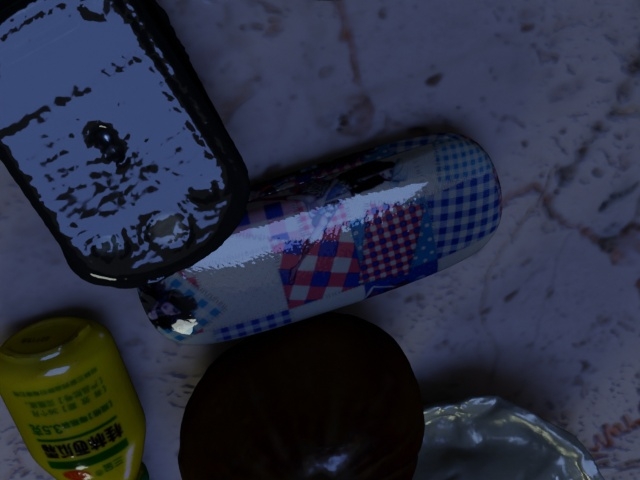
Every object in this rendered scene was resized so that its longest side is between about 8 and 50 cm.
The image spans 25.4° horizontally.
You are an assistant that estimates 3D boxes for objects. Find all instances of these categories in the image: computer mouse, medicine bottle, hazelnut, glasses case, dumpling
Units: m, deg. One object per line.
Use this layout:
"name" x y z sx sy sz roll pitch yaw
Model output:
"computer mouse" -0.172 -0.095 1.114 0.170 0.100 0.269 -29 119 -1
"medicine bottle" -0.203 0.202 1.308 0.111 0.076 0.309 -15 125 3
"hazelnut" -0.010 0.173 1.260 0.230 0.229 0.229 -7 123 -11
"glasses case" 0.000 0.000 1.233 0.328 0.076 0.125 -18 126 -3
"dumpling" 0.157 0.229 1.381 0.258 0.147 0.193 3 116 19
